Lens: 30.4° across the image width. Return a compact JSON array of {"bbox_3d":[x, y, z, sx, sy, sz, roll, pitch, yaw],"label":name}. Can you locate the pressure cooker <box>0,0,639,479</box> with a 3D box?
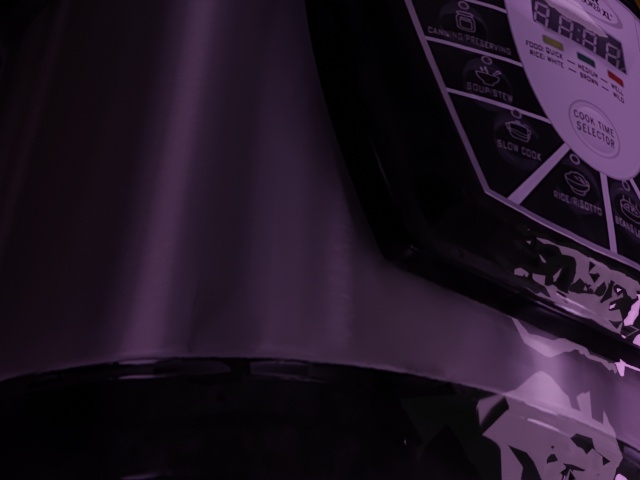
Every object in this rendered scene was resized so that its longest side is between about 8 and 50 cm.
[{"bbox_3d":[-0.005,0.002,0.608,0.370,0.375,0.420,76,16,-53],"label":"pressure cooker"}]

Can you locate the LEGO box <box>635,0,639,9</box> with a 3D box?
[{"bbox_3d":[0.184,-0.106,1.075,0.193,0.372,0.500,40,41,-58],"label":"LEGO box"}]
